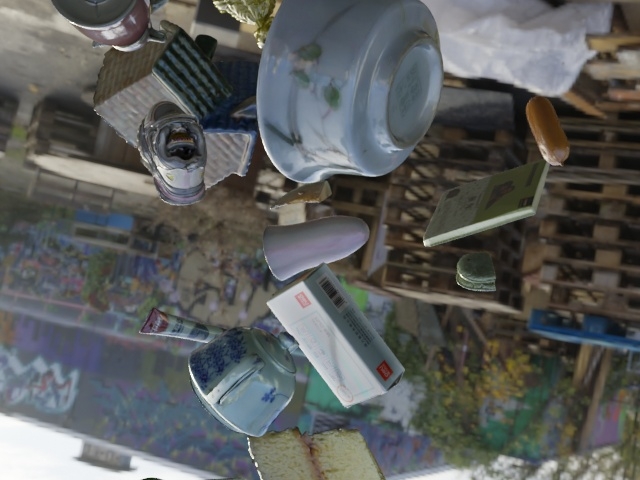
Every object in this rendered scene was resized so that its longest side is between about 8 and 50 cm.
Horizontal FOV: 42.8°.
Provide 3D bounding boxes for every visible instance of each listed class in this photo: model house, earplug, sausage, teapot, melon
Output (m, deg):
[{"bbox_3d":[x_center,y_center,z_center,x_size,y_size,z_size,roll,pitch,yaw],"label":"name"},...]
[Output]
[{"bbox_3d":[-0.371,-0.436,2.440,0.400,0.395,0.445,-22,133,27],"label":"model house"},{"bbox_3d":[0.000,0.000,2.424,0.301,0.172,0.172,-16,165,18],"label":"earplug"},{"bbox_3d":[0.453,-0.224,1.640,0.062,0.183,0.054,-31,146,32],"label":"sausage"},{"bbox_3d":[-0.095,0.183,1.165,0.159,0.159,0.232,10,-179,11],"label":"teapot"},{"bbox_3d":[-0.061,-0.129,2.468,0.182,0.054,0.098,-8,-151,31],"label":"melon"}]

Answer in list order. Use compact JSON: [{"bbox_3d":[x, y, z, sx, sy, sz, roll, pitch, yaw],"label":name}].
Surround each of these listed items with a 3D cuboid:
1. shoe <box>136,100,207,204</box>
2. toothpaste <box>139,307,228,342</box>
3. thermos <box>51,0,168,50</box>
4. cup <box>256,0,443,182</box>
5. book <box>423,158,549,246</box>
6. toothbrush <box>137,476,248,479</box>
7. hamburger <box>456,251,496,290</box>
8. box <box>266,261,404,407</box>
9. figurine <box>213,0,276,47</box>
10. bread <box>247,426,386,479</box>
[{"bbox_3d":[-0.218,-0.145,1.210,0.089,0.180,0.092,-9,153,-22],"label":"shoe"},{"bbox_3d":[-0.289,0.191,1.770,0.039,0.062,0.239,36,-171,40],"label":"toothpaste"},{"bbox_3d":[-0.340,-0.402,1.384,0.176,0.146,0.265,-32,180,-1],"label":"thermos"},{"bbox_3d":[0.074,-0.235,1.226,0.163,0.347,0.347,20,179,31],"label":"cup"},{"bbox_3d":[0.456,-0.108,2.267,0.352,0.239,0.035,-20,119,39],"label":"book"},{"bbox_3d":[-0.301,0.453,1.491,0.418,0.042,0.040,11,168,-36],"label":"toothbrush"},{"bbox_3d":[0.354,0.075,1.882,0.084,0.054,0.121,0,-144,-3],"label":"hamburger"},{"bbox_3d":[0.028,0.184,1.555,0.079,0.269,0.135,-40,-176,-43],"label":"box"},{"bbox_3d":[-0.108,-0.440,1.675,0.187,0.315,0.168,-29,176,6],"label":"figurine"},{"bbox_3d":[0.033,0.682,2.156,0.346,0.405,0.242,-17,-145,-2],"label":"bread"}]
